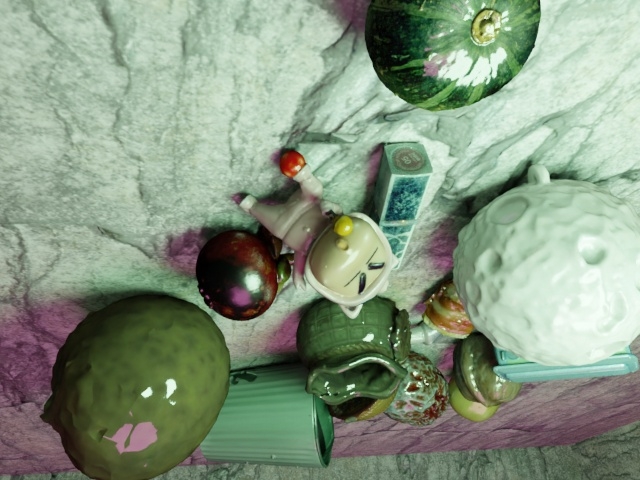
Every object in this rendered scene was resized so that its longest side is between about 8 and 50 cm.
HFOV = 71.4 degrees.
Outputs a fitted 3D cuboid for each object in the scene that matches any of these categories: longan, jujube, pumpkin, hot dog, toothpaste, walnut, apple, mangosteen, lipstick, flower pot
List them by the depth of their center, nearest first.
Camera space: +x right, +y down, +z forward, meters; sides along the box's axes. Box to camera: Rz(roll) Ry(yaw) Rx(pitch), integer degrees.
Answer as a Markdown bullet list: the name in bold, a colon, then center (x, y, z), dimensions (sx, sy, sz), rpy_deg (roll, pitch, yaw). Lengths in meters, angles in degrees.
- **pumpkin**: center (0.142, -0.234, 0.489), dimensions (0.190, 0.146, 0.191), rpy_deg (0, 115, 0)
- **lipstick**: center (0.131, -0.045, 0.807), dimensions (0.077, 0.076, 0.290), rpy_deg (-4, 146, -6)
- **mangosteen**: center (-0.138, 0.059, 0.851), dimensions (0.199, 0.200, 0.200), rpy_deg (-4, 144, -3)
- **longan**: center (-0.389, 0.302, 0.966), dimensions (0.390, 0.392, 0.391), rpy_deg (-4, 144, -3)
- **hot dog**: center (0.342, 0.152, 1.097), dimensions (0.146, 0.103, 0.213), rpy_deg (25, 128, -6)
- **flower pot**: center (0.093, 0.272, 1.121), dimensions (0.301, 0.213, 0.302), rpy_deg (-3, 144, -2)
- **toothpaste**: center (0.366, 0.249, 1.268), dimensions (0.282, 0.069, 0.099), rpy_deg (-11, 175, -9)
- **walnut**: center (0.500, 0.387, 1.334), dimensions (0.224, 0.224, 0.224), rpy_deg (-4, 144, -3)
- **jujube**: center (0.297, 0.481, 1.441), dimensions (0.225, 0.226, 0.317), rpy_deg (-26, 140, 25)
- **apple**: center (0.554, 0.551, 1.601), dimensions (0.199, 0.200, 0.200), rpy_deg (-4, 144, -3)

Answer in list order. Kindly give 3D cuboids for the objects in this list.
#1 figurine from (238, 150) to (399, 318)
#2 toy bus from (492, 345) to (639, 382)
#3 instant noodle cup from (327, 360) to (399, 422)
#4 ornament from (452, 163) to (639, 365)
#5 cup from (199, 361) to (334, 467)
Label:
- **figurine**: center (0.000, 0.000, 0.742), dimensions (0.176, 0.186, 0.287), rpy_deg (-41, 95, -3)
- **toy bus**: center (0.599, 0.250, 1.129), dimensions (0.312, 0.191, 0.152), rpy_deg (-16, 146, 30)
- **instant noodle cup**: center (0.148, 0.425, 1.287), dimensions (0.091, 0.274, 0.274), rpy_deg (45, 126, -13)
- **ornament**: center (0.414, 0.064, 0.800), dimensions (0.336, 0.337, 0.337), rpy_deg (-4, 144, -3)
- **cup**: center (-0.144, 0.568, 1.429), dimensions (0.391, 0.311, 0.401), rpy_deg (-6, 143, 9)
